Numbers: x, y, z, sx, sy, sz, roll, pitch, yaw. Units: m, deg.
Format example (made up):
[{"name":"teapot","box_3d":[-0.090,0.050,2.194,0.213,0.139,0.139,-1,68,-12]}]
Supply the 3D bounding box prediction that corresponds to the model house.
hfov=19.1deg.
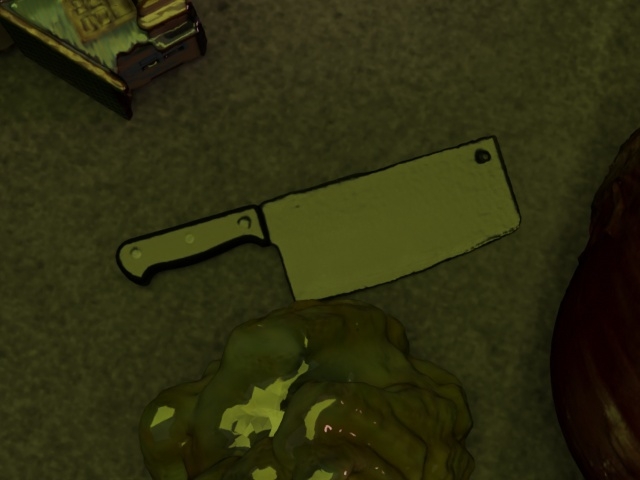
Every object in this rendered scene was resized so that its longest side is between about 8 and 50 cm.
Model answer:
[{"name":"model house","box_3d":[-0.211,-0.182,1.124,0.206,0.178,0.271,-26,83,-1]}]

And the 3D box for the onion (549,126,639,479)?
[{"name":"onion","box_3d":[0.288,0.034,0.999,0.341,0.341,0.341,0,79,2]}]

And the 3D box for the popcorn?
[{"name":"popcorn","box_3d":[-0.007,0.125,1.067,0.185,0.167,0.187,-30,43,20]}]

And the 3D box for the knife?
[{"name":"knife","box_3d":[0.000,0.000,1.157,0.245,0.019,0.072,-15,80,-3]}]
